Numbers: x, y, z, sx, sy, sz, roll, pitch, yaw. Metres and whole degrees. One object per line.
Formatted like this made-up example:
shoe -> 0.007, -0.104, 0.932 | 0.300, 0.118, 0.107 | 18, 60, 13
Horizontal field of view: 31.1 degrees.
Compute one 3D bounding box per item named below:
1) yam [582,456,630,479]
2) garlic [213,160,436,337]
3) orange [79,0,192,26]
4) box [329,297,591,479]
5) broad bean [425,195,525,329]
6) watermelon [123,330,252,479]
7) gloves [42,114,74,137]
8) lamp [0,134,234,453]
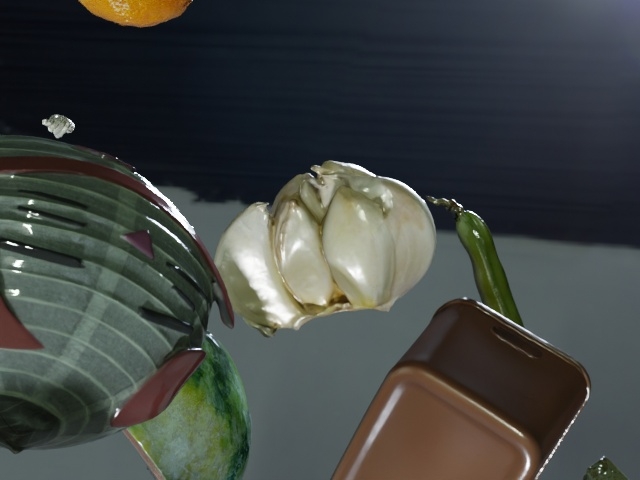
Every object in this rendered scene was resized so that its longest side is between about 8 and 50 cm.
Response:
yam -> 0.285, 0.247, 1.072 | 0.043, 0.094, 0.043 | -35, 150, -23
garlic -> 0.009, -0.008, 1.497 | 0.185, 0.281, 0.203 | -59, 136, -59
orange -> -0.229, -0.364, 1.421 | 0.161, 0.193, 0.193 | 56, 39, -63
box -> 0.171, 0.289, 1.551 | 0.229, 0.239, 0.339 | -33, 151, -59
broad bean -> 0.256, 0.071, 1.721 | 0.067, 0.075, 0.325 | -25, 99, -36
watermelon -> -0.172, 0.244, 1.419 | 0.305, 0.180, 0.224 | 72, 28, -42
gloves -> -0.448, -0.198, 1.970 | 0.081, 0.044, 0.037 | -54, 152, -73
lamp -> -0.203, 0.042, 0.816 | 0.233, 0.265, 0.233 | -39, -139, 43
